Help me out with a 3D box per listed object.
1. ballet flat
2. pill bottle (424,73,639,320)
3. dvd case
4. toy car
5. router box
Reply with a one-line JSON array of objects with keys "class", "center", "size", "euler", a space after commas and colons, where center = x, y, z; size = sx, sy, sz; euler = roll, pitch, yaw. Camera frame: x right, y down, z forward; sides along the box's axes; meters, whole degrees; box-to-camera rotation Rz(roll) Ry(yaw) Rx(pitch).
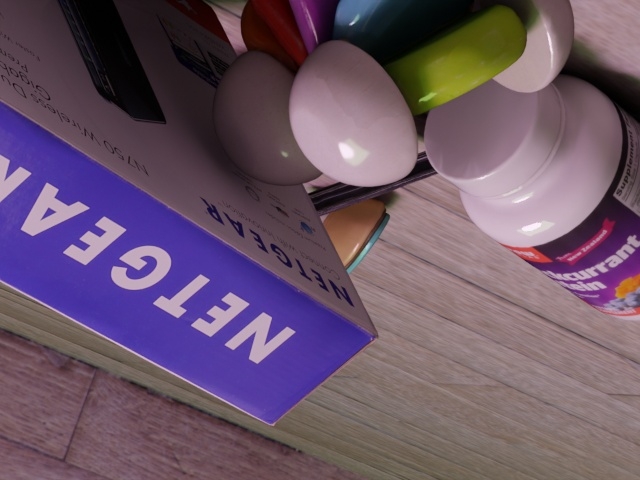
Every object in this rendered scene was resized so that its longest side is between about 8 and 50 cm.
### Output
[{"class": "ballet flat", "center": [0.000, 0.000, 1.555], "size": [0.073, 0.080, 0.232], "euler": [35, 165, -1]}, {"class": "pill bottle", "center": [0.150, -0.033, 1.105], "size": [0.108, 0.108, 0.193], "euler": [7, 162, 45]}, {"class": "dvd case", "center": [0.020, -0.032, 1.201], "size": [0.221, 0.018, 0.164], "euler": [-20, 180, -19]}, {"class": "toy car", "center": [0.025, -0.113, 0.941], "size": [0.182, 0.159, 0.136], "euler": [4, 122, 60]}, {"class": "router box", "center": [-0.144, -0.087, 0.971], "size": [0.335, 0.082, 0.301], "euler": [34, -158, -45]}]
